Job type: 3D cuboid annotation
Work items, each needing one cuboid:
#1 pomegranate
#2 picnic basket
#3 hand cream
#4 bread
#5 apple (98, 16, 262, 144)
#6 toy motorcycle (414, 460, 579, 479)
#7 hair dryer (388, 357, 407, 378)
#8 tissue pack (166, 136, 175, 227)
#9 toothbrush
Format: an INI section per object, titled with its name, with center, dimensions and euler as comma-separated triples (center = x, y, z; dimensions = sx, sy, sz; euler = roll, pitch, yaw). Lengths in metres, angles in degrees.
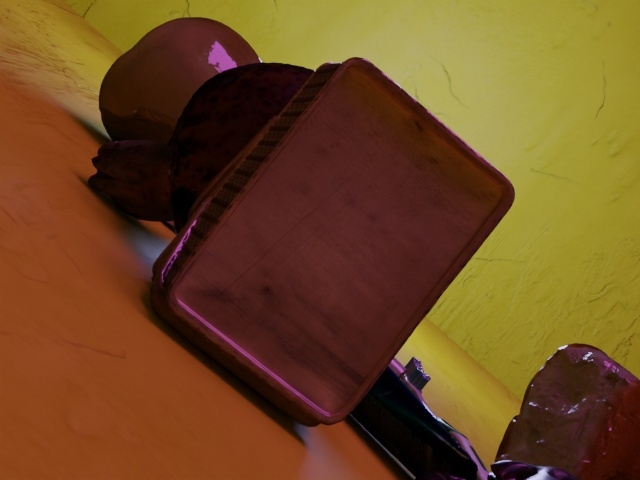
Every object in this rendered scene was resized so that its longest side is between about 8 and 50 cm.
[pomegranate]
center = -0.105, -0.071, 1.628
dimensions = 0.341, 0.285, 0.285
euler = 2, -6, 14
[picnic basket]
center = 0.000, 0.000, 1.406
dimensions = 0.228, 0.313, 0.175
euler = 39, -5, -11
[hand cream]
center = 0.083, 0.201, 1.601
dimensions = 0.270, 0.061, 0.120
euler = 45, -31, 35
[bread]
center = 0.396, 0.305, 2.015
dimensions = 0.250, 0.279, 0.225
euler = 38, -14, -31
[apple]
center = -0.185, -0.194, 2.091
dimensions = 0.279, 0.279, 0.279
euler = 41, 5, -4
[toy motorcycle]
center = 0.290, 0.315, 1.408
dimensions = 0.401, 0.134, 0.207
euler = 14, 13, -5
[hair dryer]
center = 0.100, 0.191, 2.131
dimensions = 0.063, 0.038, 0.124
euler = 44, -2, 12
[tissue pack]
center = -0.179, -0.079, 1.895
dimensions = 0.090, 0.103, 0.170
euler = 32, 6, -11
[toothbrush]
center = 0.184, 0.278, 1.996
dimensions = 0.042, 0.040, 0.418
euler = 35, 11, -25
